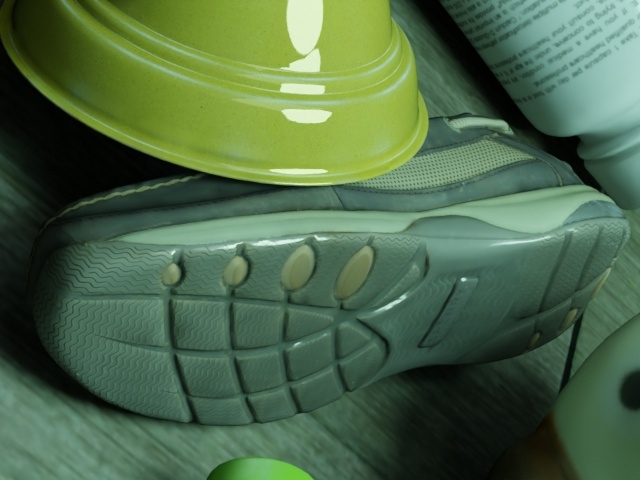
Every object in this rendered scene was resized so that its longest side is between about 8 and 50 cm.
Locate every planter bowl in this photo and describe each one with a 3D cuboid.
[{"bbox_3d":[-0.038,-0.123,0.733,0.217,0.090,0.217,14,31,-9],"label":"planter bowl"}]

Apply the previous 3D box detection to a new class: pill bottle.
[{"bbox_3d":[0.164,-0.169,0.983,0.283,0.160,0.160,52,42,-9],"label":"pill bottle"}]

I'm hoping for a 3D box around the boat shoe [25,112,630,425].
[{"bbox_3d":[0.000,0.000,0.775,0.355,0.132,0.130,-2,43,-42],"label":"boat shoe"}]

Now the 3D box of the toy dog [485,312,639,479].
[{"bbox_3d":[0.272,0.201,0.723,0.284,0.395,0.408,-31,80,-15],"label":"toy dog"}]

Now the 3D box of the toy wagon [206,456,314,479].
[{"bbox_3d":[0.028,0.261,0.644,0.344,0.068,0.267,34,43,-20],"label":"toy wagon"}]
